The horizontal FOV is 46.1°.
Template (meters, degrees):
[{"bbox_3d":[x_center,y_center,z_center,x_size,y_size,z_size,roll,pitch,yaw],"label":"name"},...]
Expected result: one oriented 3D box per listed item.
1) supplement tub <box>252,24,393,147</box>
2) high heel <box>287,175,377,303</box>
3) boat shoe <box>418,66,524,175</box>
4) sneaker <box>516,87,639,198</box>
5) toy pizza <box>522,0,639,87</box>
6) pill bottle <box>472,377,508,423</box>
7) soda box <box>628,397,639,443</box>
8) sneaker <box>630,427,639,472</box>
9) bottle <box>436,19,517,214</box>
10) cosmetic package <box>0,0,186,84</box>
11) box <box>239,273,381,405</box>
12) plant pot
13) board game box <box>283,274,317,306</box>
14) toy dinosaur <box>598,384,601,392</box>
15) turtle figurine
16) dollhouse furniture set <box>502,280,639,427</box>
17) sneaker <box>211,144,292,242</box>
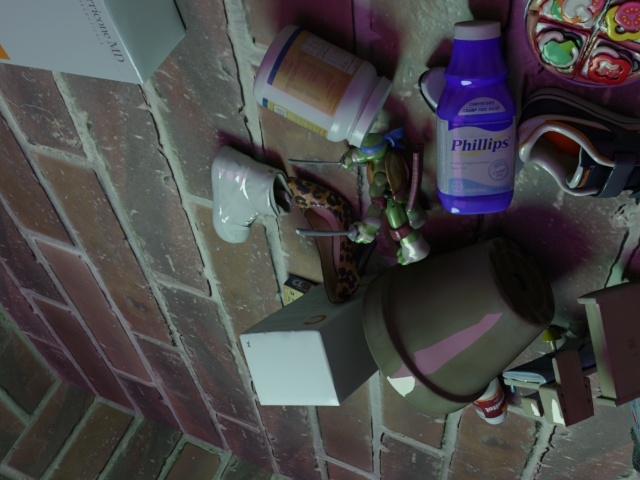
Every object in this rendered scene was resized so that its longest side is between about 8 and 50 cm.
[{"bbox_3d":[0.004,-0.253,1.247,0.200,0.144,0.144,28,149,2],"label":"supplement tub"},{"bbox_3d":[0.000,0.000,1.574,0.261,0.186,0.093,42,146,-20],"label":"high heel"},{"bbox_3d":[0.240,-0.192,1.222,0.228,0.080,0.076,39,-176,-17],"label":"boat shoe"},{"bbox_3d":[0.446,-0.116,1.118,0.321,0.127,0.126,19,146,13],"label":"sneaker"},{"bbox_3d":[0.373,-0.282,1.022,0.201,0.032,0.201,20,148,13],"label":"toy pizza"},{"bbox_3d":[0.427,0.402,1.914,0.086,0.086,0.152,4,142,34],"label":"pill bottle"},{"bbox_3d":[0.700,0.337,1.565,0.091,0.098,0.286,-16,133,10],"label":"soda box"},{"bbox_3d":[0.748,0.466,1.698,0.075,0.161,0.057,13,121,12],"label":"sneaker"},{"bbox_3d":[0.234,-0.182,1.128,0.118,0.092,0.283,-4,113,-1],"label":"bottle"},{"bbox_3d":[-0.498,-0.442,1.357,0.453,0.161,0.230,12,145,24],"label":"cosmetic package"},{"bbox_3d":[0.025,0.211,1.659,0.215,0.345,0.168,-9,102,37],"label":"box"},{"bbox_3d":[0.289,0.143,1.479,0.323,0.323,0.280,38,132,-16],"label":"plant pot"},{"bbox_3d":[0.019,0.200,1.937,0.243,0.042,0.165,24,141,23],"label":"board game box"},{"bbox_3d":[0.654,0.307,1.630,0.183,0.053,0.092,41,145,-19],"label":"toy dinosaur"},{"bbox_3d":[0.084,-0.072,1.406,0.266,0.275,0.198,50,177,-38],"label":"turtle figurine"},{"bbox_3d":[0.453,0.202,1.459,0.303,0.286,0.198,-8,94,65],"label":"dollhouse furniture set"},{"bbox_3d":[-0.145,-0.068,1.669,0.169,0.108,0.292,23,147,15],"label":"sneaker"}]
